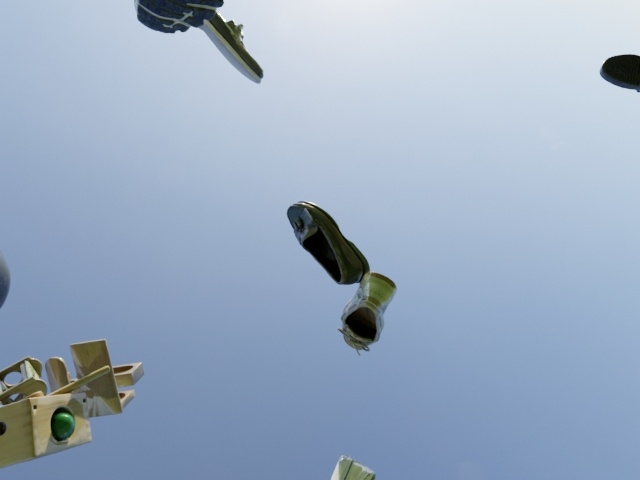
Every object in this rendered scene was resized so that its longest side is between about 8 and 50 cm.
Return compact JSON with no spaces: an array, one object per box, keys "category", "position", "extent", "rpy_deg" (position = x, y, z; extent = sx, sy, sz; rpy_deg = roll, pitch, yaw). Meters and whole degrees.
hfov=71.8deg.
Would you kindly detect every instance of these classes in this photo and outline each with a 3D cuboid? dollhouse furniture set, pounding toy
[{"category":"dollhouse furniture set","position":[-0.393,0.214,0.769],"extent":[0.144,0.151,0.123],"rpy_deg":[-9,-82,3]},{"category":"pounding toy","position":[-0.379,0.239,0.597],"extent":[0.141,0.130,0.100],"rpy_deg":[-18,-106,3]},{"category":"dollhouse furniture set","position":[-0.590,0.354,0.905],"extent":[0.101,0.160,0.182],"rpy_deg":[-30,-151,-28]}]

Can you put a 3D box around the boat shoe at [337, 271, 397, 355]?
[{"category":"boat shoe","position":[0.091,0.180,0.992],"extent":[0.105,0.285,0.089],"rpy_deg":[23,-128,13]}]

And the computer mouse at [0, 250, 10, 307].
[{"category":"computer mouse","position":[-0.650,0.011,0.785],"extent":[0.060,0.184,0.261],"rpy_deg":[-20,-88,5]}]

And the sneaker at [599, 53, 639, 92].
[{"category":"sneaker","position":[0.519,-0.241,0.690],"extent":[0.170,0.089,0.051],"rpy_deg":[13,-93,16]}]

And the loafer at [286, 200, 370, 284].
[{"category":"loafer","position":[0.000,0.000,1.017],"extent":[0.084,0.096,0.267],"rpy_deg":[-16,-130,-43]}]

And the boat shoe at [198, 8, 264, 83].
[{"category":"boat shoe","position":[-0.167,-0.378,0.796],"extent":[0.065,0.075,0.206],"rpy_deg":[-46,-72,-5]}]

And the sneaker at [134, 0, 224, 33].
[{"category":"sneaker","position":[-0.170,-0.418,0.601],"extent":[0.110,0.283,0.122],"rpy_deg":[5,-132,-53]}]

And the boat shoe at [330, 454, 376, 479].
[{"category":"boat shoe","position":[0.035,0.435,0.691],"extent":[0.076,0.083,0.226],"rpy_deg":[11,-152,17]}]
